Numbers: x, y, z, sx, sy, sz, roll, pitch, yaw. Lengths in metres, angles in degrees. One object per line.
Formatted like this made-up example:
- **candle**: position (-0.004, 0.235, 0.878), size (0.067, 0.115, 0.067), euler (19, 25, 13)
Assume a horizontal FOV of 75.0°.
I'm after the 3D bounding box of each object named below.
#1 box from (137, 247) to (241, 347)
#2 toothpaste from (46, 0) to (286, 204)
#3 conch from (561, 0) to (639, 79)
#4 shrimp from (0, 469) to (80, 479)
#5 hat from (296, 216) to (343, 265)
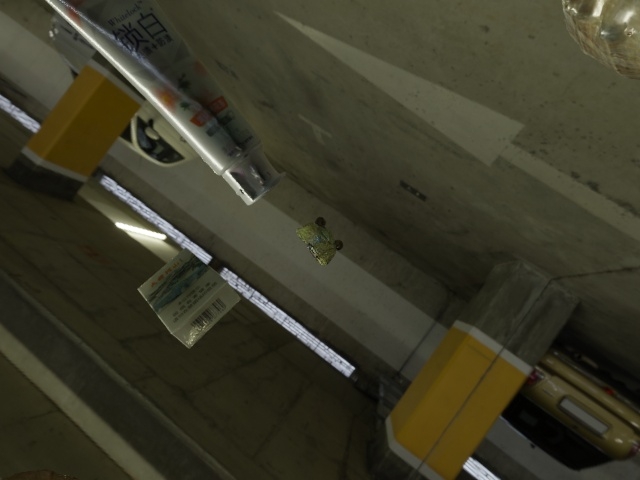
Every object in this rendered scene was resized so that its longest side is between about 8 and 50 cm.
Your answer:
- **box**: position (-0.329, 0.130, 1.030), size (0.256, 0.164, 0.069), euler (26, 154, 47)
- **toothpaste**: position (-0.163, -0.179, 0.448), size (0.323, 0.100, 0.066), euler (49, 164, -14)
- **conch**: position (0.453, -0.285, 0.486), size (0.297, 0.210, 0.352), euler (-6, 149, 40)
- **shrimp**: position (-0.273, 0.312, 0.430), size (0.254, 0.145, 0.059), euler (-4, 165, -4)
- **hat**: position (0.000, 0.000, 0.745), size (0.077, 0.059, 0.076), euler (54, -178, 33)
